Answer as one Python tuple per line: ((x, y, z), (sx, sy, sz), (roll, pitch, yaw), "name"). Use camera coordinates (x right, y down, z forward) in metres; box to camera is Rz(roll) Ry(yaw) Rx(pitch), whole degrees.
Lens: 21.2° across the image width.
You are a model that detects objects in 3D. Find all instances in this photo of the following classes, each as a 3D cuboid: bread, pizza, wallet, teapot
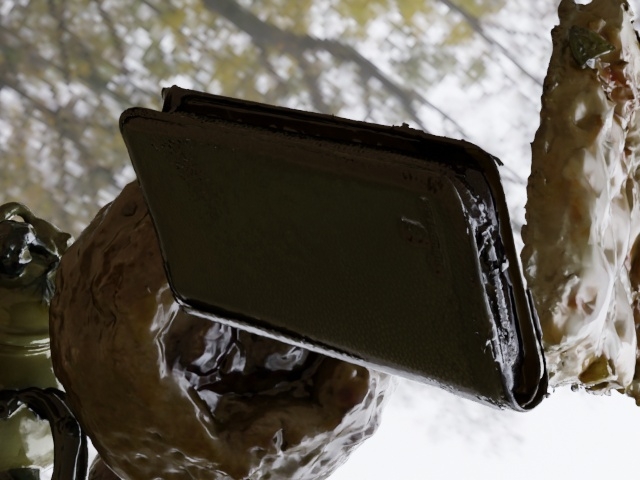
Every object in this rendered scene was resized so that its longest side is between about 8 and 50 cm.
((-0.050, 0.057, 1.028), (0.230, 0.230, 0.123), (-56, -159, 2), "bread")
((0.274, -0.038, 1.639), (0.080, 0.435, 0.392), (0, -95, 22), "pizza")
((0.000, 0.000, 0.680), (0.031, 0.110, 0.198), (-33, -148, -34), "wallet")
((-0.215, 0.070, 1.132), (0.269, 0.173, 0.183), (49, -51, 41), "teapot")

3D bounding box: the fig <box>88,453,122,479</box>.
((-0.169, 0.262, 1.643), (0.249, 0.204, 0.186), (-16, -84, 20), "fig")
